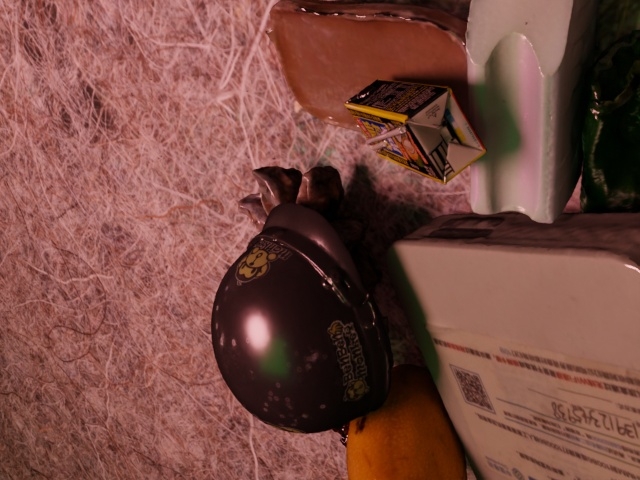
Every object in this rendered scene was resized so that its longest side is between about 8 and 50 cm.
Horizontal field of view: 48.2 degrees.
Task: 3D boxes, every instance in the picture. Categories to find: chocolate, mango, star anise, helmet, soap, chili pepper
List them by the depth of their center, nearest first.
[{"bbox_3d":[0.194,-0.151,0.646,0.091,0.145,0.231,10,127,26],"label":"soap"},{"bbox_3d":[0.271,-0.081,0.659,0.062,0.108,0.216,-127,27,-52],"label":"chili pepper"},{"bbox_3d":[0.071,-0.193,0.766,0.261,0.083,0.161,21,145,31],"label":"chocolate"},{"bbox_3d":[-0.043,0.110,0.834,0.230,0.160,0.279,20,133,53],"label":"helmet"},{"bbox_3d":[0.107,0.294,0.898,0.120,0.295,0.177,-28,127,37],"label":"mango"},{"bbox_3d":[0.000,-0.001,0.932,0.223,0.108,0.236,56,155,10],"label":"star anise"}]

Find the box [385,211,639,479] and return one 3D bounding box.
[{"bbox_3d":[0.261,0.162,0.731,0.396,0.111,0.397,6,122,63],"label":"box"}]

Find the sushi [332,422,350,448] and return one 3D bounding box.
[{"bbox_3d":[0.068,0.266,1.040,0.094,0.098,0.084,34,134,18],"label":"sushi"}]

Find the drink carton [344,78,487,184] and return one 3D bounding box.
[{"bbox_3d":[0.081,-0.105,0.666,0.071,0.056,0.165,56,174,-21],"label":"drink carton"}]
